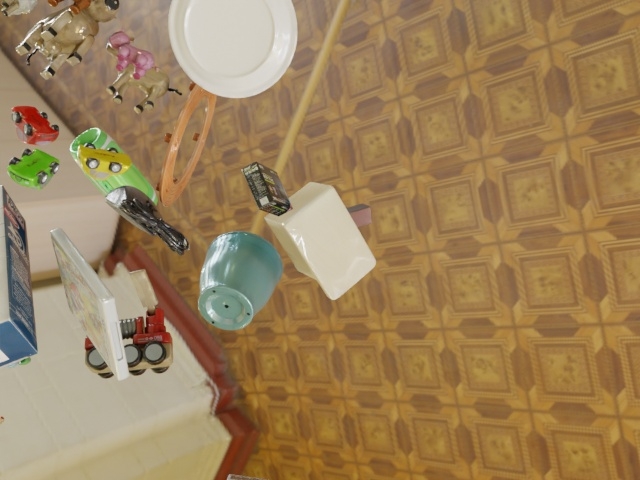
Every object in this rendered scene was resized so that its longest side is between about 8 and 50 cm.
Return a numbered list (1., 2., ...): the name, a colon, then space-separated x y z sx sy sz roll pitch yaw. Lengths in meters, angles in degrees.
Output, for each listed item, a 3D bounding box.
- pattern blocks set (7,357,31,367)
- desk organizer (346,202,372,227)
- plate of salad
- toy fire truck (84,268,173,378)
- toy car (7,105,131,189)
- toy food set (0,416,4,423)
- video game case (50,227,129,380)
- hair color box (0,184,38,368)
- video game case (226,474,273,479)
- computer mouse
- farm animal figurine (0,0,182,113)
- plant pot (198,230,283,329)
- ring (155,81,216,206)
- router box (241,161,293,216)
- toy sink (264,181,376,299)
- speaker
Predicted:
1. pattern blocks set: -0.848 0.183 1.695 0.324 0.026 0.285 67 169 -3
2. desk organizer: 0.077 -0.060 1.792 0.047 0.130 0.050 28 131 59
3. plate of salad: -0.130 -0.316 0.964 0.200 0.048 0.199 3 109 9
4. toy fire truck: -0.509 0.221 1.705 0.158 0.217 0.246 99 165 -64
5. toy car: -0.487 -0.144 1.150 0.239 0.225 0.053 26 119 -5
6. toy food set: -0.800 0.428 1.529 0.083 0.083 0.020 -17 65 20
7. video game case: -0.421 0.116 1.169 0.227 0.026 0.206 40 141 35
8. hair color box: -0.603 0.070 1.109 0.105 0.174 0.347 80 167 -47
9. video game case: -0.174 0.704 1.839 0.173 0.191 0.022 110 168 -76
10. computer mouse: -0.405 -0.068 1.472 0.072 0.188 0.272 -53 36 -11
11. farm animal figurine: -0.483 -0.438 1.356 0.327 0.172 0.330 3 143 21
12. plant pot: -0.280 0.149 2.125 0.272 0.255 0.271 4 124 6
13. ring: -0.319 -0.241 1.522 0.032 0.336 0.336 21 119 -2
14. router box: -0.108 -0.104 1.318 0.038 0.122 0.092 -27 78 12
15. toy sink: 0.000 0.000 1.539 0.234 0.153 0.131 57 163 -24
16. speaker: -0.627 -0.199 1.965 0.131 0.131 0.296 20 153 40
